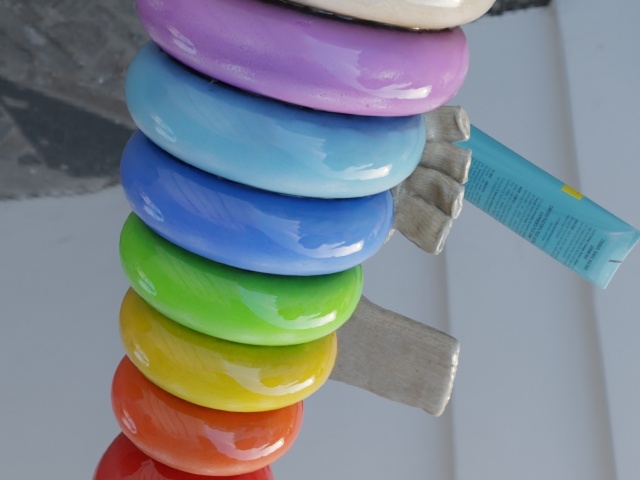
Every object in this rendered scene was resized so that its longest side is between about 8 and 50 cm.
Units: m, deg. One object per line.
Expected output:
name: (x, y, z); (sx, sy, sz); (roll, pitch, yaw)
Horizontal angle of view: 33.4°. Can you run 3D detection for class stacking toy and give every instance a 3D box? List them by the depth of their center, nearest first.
stacking toy: (-0.035, 0.018, 0.457); (0.141, 0.141, 0.330); (10, 112, -13)

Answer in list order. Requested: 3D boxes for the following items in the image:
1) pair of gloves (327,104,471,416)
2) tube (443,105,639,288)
pair of gloves: (0.000, 0.000, 0.703); (0.204, 0.042, 0.240); (14, 128, 23)
tube: (0.147, -0.040, 0.834); (0.207, 0.052, 0.080); (36, 154, 15)
